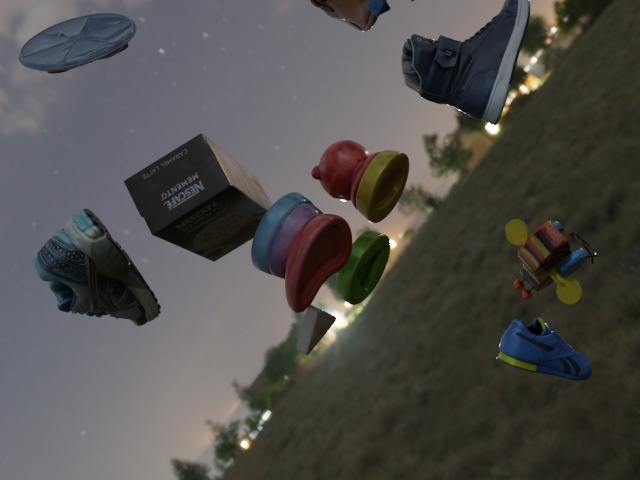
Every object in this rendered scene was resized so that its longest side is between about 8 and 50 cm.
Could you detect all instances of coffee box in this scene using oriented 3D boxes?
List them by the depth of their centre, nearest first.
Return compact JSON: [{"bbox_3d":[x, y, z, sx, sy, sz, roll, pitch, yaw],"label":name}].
[{"bbox_3d":[-0.174,-0.058,1.352,0.141,0.098,0.246,-32,-17,7],"label":"coffee box"}]

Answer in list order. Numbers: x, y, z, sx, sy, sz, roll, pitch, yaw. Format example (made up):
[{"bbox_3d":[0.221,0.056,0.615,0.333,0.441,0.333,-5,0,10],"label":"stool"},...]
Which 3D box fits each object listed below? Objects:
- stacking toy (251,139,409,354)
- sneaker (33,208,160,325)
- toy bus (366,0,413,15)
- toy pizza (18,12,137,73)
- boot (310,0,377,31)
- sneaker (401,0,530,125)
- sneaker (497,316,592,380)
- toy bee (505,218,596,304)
[{"bbox_3d":[0.000,0.000,1.403,0.309,0.130,0.279,-42,-32,-38],"label":"stacking toy"},{"bbox_3d":[-0.333,0.060,1.292,0.122,0.110,0.283,-35,-30,-9],"label":"sneaker"},{"bbox_3d":[0.134,-0.492,1.448,0.191,0.104,0.202,-22,-32,-38],"label":"toy bus"},{"bbox_3d":[-0.404,-0.326,1.469,0.201,0.201,0.032,-49,-41,-38],"label":"toy pizza"},{"bbox_3d":[0.038,-0.571,1.978,0.109,0.220,0.283,-60,10,4],"label":"boot"},{"bbox_3d":[0.209,-0.288,1.275,0.086,0.163,0.226,95,-165,-63],"label":"sneaker"},{"bbox_3d":[0.377,0.175,1.422,0.069,0.209,0.082,23,96,56],"label":"sneaker"},{"bbox_3d":[0.452,0.057,1.741,0.162,0.195,0.298,-45,-45,16],"label":"toy bee"}]
